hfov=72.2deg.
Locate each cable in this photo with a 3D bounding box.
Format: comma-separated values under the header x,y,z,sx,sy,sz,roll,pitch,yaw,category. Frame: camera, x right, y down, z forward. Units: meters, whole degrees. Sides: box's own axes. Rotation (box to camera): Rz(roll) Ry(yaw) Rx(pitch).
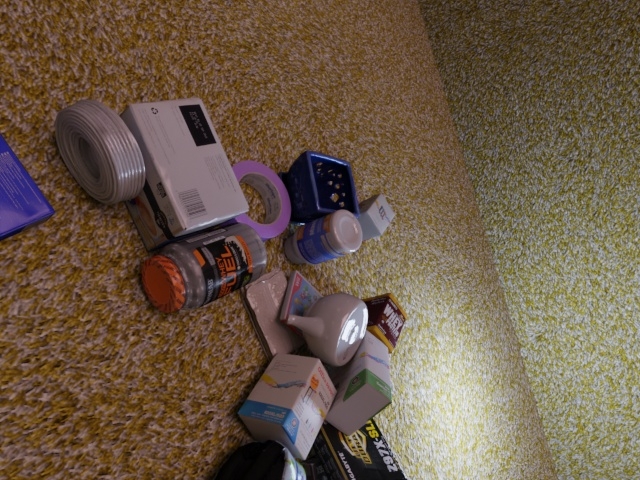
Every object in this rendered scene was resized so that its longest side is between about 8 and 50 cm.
x,y,z,sx,sy,sz,roll,pitch,yaw,category
-0.540,-0.213,1.077,0.089,0.257,0.256,-35,102,-42,cable

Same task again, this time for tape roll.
x,y,z,sx,sy,sz,roll,pitch,yaw,category
-0.232,-0.129,1.494,0.275,0.090,0.274,20,60,-39,tape roll

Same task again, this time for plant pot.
x,y,z,sx,sy,sz,roll,pitch,yaw,category
-0.020,-0.173,1.641,0.236,0.212,0.235,5,71,-46,plant pot

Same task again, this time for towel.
x,y,z,sx,sy,sz,roll,pitch,yaw,category
-0.147,0.246,1.460,0.187,0.049,0.282,-26,94,-48,towel

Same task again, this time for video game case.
x,y,z,sx,sy,sz,roll,pitch,yaw,category
-0.029,0.265,1.544,0.285,0.025,0.204,48,37,-33,video game case

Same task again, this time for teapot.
x,y,z,sx,sy,sz,roll,pitch,yaw,category
0.029,0.274,1.440,0.252,0.187,0.255,-48,143,-36,teapot

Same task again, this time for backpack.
x,y,z,sx,sy,sz,roll,pitch,yaw,category
-0.177,0.688,1.102,0.273,0.290,0.355,48,38,-34,backpack

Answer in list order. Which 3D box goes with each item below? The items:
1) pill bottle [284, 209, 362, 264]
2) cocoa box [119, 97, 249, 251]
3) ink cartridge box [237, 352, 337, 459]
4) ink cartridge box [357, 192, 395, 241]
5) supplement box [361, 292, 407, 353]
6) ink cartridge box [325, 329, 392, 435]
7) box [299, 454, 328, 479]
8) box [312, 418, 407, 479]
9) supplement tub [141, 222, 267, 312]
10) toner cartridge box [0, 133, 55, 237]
x,y,z,sx,sy,sz,roll,pitch,yaw,category
0.000,0.000,1.545,0.152,0.272,0.152,20,61,-41,pill bottle
-0.407,-0.181,1.224,0.232,0.228,0.346,-26,94,-48,cocoa box
-0.090,0.482,1.304,0.232,0.168,0.171,-55,132,-43,ink cartridge box
0.220,-0.101,1.927,0.127,0.128,0.176,56,42,-14,ink cartridge box
0.198,0.326,1.681,0.129,0.191,0.194,53,43,-18,supplement box
0.124,0.463,1.456,0.117,0.201,0.278,39,21,-10,ink cartridge box
0.073,0.809,1.438,0.308,0.077,0.242,1,73,-47,box
0.099,0.656,1.411,0.257,0.079,0.322,17,29,-43,box
-0.321,0.074,1.238,0.316,0.194,0.193,-25,93,-48,supplement tub
-0.767,-0.166,0.956,0.165,0.075,0.347,-41,105,-48,toner cartridge box
